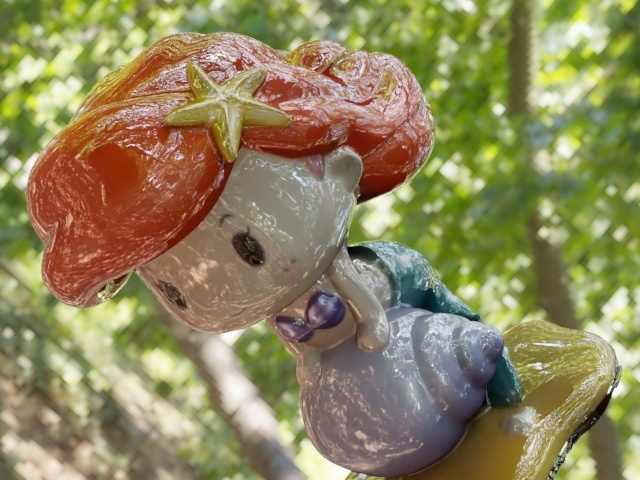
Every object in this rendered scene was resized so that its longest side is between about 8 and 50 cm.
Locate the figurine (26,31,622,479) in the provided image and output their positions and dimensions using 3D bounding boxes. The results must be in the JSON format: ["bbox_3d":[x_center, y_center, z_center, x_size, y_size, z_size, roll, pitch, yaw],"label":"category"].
[{"bbox_3d":[-0.007,0.006,0.858,0.257,0.208,0.181,49,-23,-19],"label":"figurine"}]
